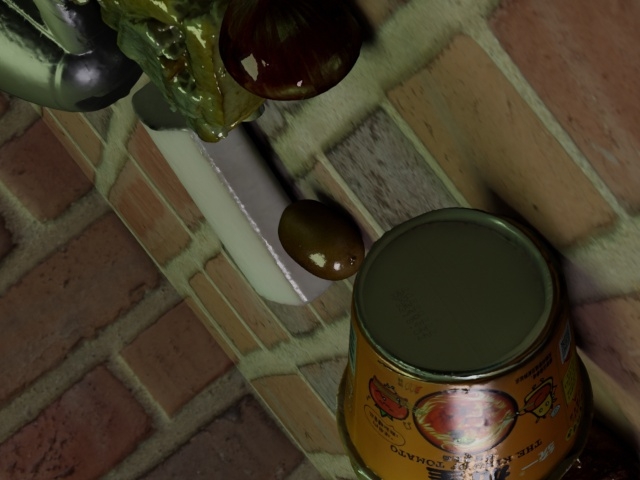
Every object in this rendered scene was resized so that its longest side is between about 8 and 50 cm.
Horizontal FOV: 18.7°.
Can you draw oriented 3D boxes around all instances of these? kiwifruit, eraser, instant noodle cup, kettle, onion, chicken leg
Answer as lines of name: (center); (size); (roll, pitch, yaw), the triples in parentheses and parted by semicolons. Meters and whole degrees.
kiwifruit: (0.000, 0.000, 2.066); (0.124, 0.075, 0.075); (33, 159, 49)
eraser: (-0.099, -0.059, 2.224); (0.270, 0.095, 0.174); (58, 168, -28)
instant noodle cup: (0.113, 0.087, 1.551); (0.216, 0.216, 0.172); (45, 159, 32)
kettle: (-0.325, -0.286, 2.088); (0.324, 0.228, 0.321); (39, 168, 25)
onion: (-0.027, -0.161, 1.551); (0.117, 0.118, 0.118); (28, 154, 56)
chicken leg: (0.204, 0.199, 1.834); (0.158, 0.096, 0.407); (33, 173, -5)

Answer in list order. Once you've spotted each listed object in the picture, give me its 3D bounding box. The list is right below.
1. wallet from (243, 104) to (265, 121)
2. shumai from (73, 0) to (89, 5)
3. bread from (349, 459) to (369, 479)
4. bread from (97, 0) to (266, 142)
wallet: (-0.115, -0.196, 1.983); (0.110, 0.039, 0.155); (44, 166, 32)
shumai: (-0.182, -0.291, 1.576); (0.166, 0.175, 0.206); (55, 168, -20)
bread: (0.130, 0.267, 2.216); (0.213, 0.105, 0.213); (37, -164, -12)
bread: (-0.113, -0.195, 1.723); (0.186, 0.124, 0.257); (43, 171, 6)
